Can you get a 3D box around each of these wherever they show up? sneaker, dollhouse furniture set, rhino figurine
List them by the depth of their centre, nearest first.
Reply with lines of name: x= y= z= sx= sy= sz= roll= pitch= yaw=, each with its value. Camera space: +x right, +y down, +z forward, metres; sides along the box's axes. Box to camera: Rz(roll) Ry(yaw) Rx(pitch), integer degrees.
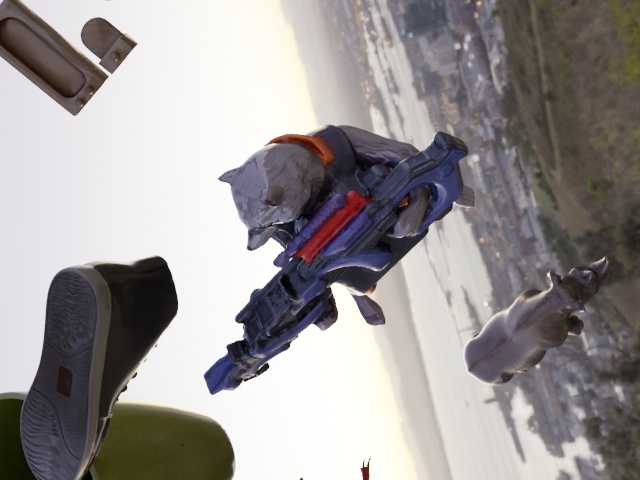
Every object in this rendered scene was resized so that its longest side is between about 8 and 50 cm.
dollhouse furniture set: x=-0.240 y=-0.203 z=0.628 sx=0.144 sy=0.151 sz=0.123 roll=41 pitch=-166 yaw=-19
sneaker: x=-0.194 y=0.122 z=0.648 sx=0.118 sy=0.083 sz=0.222 roll=-13 pitch=-56 yaw=-61
rhino figurine: x=0.248 y=0.091 z=0.795 sx=0.073 sy=0.106 sz=0.243 roll=59 pitch=142 yaw=23

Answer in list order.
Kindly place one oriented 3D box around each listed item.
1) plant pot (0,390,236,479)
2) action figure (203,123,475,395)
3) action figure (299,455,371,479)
plant pot: x=-0.247 y=0.301 z=0.866 sx=0.293 sy=0.275 sz=0.275 roll=2 pitch=-109 yaw=-60
action figure: x=0.000 y=0.000 z=0.728 sx=0.178 sy=0.341 sz=0.330 roll=55 pitch=-167 yaw=28
action figure: x=-0.007 y=0.374 z=0.964 sx=0.280 sy=0.091 sz=0.139 roll=19 pitch=-114 yaw=-57
